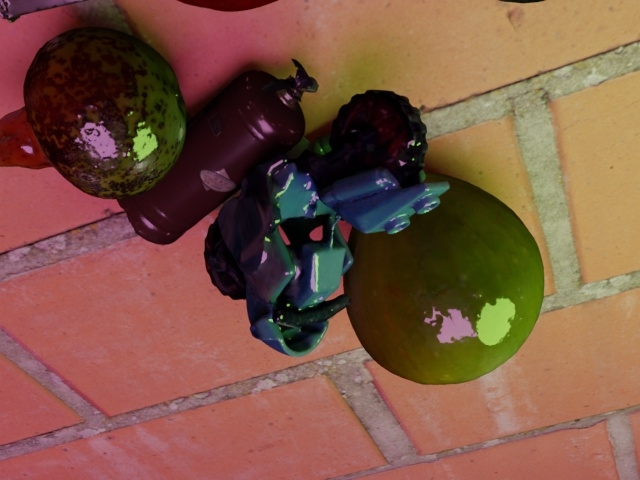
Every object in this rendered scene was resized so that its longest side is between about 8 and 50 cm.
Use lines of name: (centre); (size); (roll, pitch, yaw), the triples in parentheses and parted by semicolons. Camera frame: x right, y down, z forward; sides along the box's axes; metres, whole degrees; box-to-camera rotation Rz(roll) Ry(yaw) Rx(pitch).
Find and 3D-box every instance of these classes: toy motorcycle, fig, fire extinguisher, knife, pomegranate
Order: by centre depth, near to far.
pomegranate: (-0.284, -0.141, 0.873); (0.248, 0.214, 0.214); (-17, 136, -5)
toy motorcycle: (0.000, 0.000, 0.951); (0.416, 0.232, 0.172); (-37, 162, 36)
fire extinguisher: (-0.127, -0.124, 0.971); (0.337, 0.135, 0.114); (-35, 86, 26)
knife: (-0.027, -0.126, 1.052); (0.260, 0.034, 0.063); (-16, 132, 16)
fig: (0.161, 0.039, 1.072); (0.316, 0.316, 0.316); (-3, 136, -3)

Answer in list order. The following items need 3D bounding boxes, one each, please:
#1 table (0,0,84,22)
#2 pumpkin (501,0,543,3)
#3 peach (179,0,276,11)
table: (-0.178, -0.370, 0.625); (0.251, 0.196, 0.282); (-11, 120, 7)
pumpkin: (0.203, -0.363, 0.715); (0.250, 0.216, 0.250); (-30, 148, -21)
peach: (-0.128, -0.330, 0.800); (0.279, 0.068, 0.189); (0, 134, -6)
